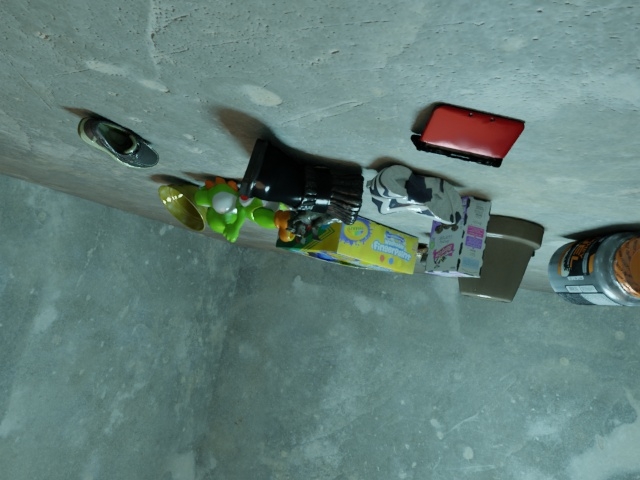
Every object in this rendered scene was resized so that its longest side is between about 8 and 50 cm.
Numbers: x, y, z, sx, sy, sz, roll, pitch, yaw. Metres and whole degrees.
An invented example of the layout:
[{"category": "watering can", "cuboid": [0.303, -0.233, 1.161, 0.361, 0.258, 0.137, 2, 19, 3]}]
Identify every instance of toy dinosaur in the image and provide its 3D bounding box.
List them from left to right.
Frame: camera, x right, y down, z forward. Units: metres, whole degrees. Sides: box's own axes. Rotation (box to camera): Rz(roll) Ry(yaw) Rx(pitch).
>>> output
[{"category": "toy dinosaur", "cuboid": [-0.040, -0.094, 1.395, 0.121, 0.160, 0.314, 13, 171, 40]}]

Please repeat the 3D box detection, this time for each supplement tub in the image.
[{"category": "supplement tub", "cuboid": [0.778, 0.080, 1.272, 0.194, 0.193, 0.316, 11, 173, -2]}]

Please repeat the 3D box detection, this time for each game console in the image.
[{"category": "game console", "cuboid": [0.234, -0.177, 0.774, 0.144, 0.085, 0.124, 12, -156, -4]}]

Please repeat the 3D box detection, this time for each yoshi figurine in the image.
[{"category": "yoshi figurine", "cuboid": [-0.237, -0.087, 1.555, 0.363, 0.202, 0.203, 12, 180, 16]}]

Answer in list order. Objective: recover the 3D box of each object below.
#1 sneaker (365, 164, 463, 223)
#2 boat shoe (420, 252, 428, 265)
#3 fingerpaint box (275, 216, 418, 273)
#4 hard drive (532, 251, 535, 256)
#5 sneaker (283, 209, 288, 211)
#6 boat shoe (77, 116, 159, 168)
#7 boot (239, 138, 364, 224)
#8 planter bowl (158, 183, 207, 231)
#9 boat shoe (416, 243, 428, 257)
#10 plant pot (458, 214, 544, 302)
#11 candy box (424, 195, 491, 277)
[{"category": "sneaker", "cuboid": [0.210, -0.100, 1.119, 0.235, 0.094, 0.153, 14, 174, -24]}, {"category": "boat shoe", "cuboid": [0.546, 0.068, 1.832, 0.356, 0.130, 0.132, 7, 178, -22]}, {"category": "fingerpaint box", "cuboid": [0.110, 0.013, 1.914, 0.445, 0.163, 0.371, 17, 171, -41]}, {"category": "hard drive", "cuboid": [0.710, 0.037, 1.743, 0.135, 0.022, 0.094, 6, 172, 36]}, {"category": "sneaker", "cuboid": [-0.175, -0.101, 1.696, 0.085, 0.058, 0.152, 10, -151, 35]}, {"category": "boat shoe", "cuboid": [-0.486, -0.235, 1.177, 0.074, 0.080, 0.224, 13, 171, 33]}, {"category": "boot", "cuboid": [-0.027, -0.126, 1.090, 0.260, 0.131, 0.348, 17, -176, 4]}, {"category": "planter bowl", "cuboid": [-0.480, -0.142, 1.737, 0.217, 0.090, 0.217, 28, 148, 19]}, {"category": "boat shoe", "cuboid": [0.385, 0.027, 2.074, 0.178, 0.064, 0.060, 9, 143, 2]}, {"category": "plant pot", "cuboid": [0.512, 0.062, 1.413, 0.263, 0.229, 0.263, 10, 174, 1]}, {"category": "candy box", "cuboid": [0.355, -0.004, 1.235, 0.070, 0.196, 0.165, 13, 172, -16]}]
